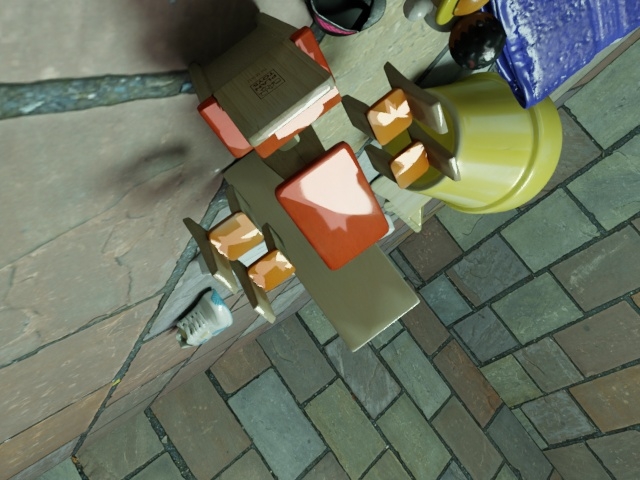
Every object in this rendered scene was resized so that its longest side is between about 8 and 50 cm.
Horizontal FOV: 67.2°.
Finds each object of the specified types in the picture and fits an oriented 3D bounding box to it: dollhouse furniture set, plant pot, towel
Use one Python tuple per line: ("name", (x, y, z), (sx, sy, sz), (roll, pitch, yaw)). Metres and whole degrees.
("dollhouse furniture set", (-0.003, -0.056, 0.443), (0.262, 0.135, 0.259), (-37, 140, 0))
("plant pot", (0.244, -0.170, 0.843), (0.238, 0.254, 0.254), (-7, 152, -39))
("towel", (0.334, -0.337, 0.581), (0.308, 0.076, 0.227), (-36, 135, 9))

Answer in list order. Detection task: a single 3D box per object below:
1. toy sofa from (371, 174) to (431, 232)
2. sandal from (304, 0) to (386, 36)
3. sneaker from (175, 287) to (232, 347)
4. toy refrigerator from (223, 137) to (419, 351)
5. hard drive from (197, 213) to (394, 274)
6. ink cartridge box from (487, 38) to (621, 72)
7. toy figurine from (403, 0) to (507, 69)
("toy sofa", (0.298, -0.206, 1.153), (0.362, 0.177, 0.150), (-44, -168, 33))
("sandal", (0.018, -0.206, 0.407), (0.067, 0.040, 0.179), (-41, 169, 21))
("sneaker", (-0.267, 0.186, 1.089), (0.092, 0.087, 0.229), (-27, 164, -36))
("toy refrigerator", (0.000, 0.000, 0.620), (0.102, 0.270, 0.094), (-37, 172, -1))
("hard drive", (-0.026, 0.003, 0.909), (0.232, 0.047, 0.353), (-29, 164, 24))
("ink cartridge box", (0.494, -0.417, 0.876), (0.307, 0.072, 0.304), (-28, 169, -7))
("toy figurine", (0.152, -0.238, 0.355), (0.209, 0.148, 0.213), (-32, 173, 17))
